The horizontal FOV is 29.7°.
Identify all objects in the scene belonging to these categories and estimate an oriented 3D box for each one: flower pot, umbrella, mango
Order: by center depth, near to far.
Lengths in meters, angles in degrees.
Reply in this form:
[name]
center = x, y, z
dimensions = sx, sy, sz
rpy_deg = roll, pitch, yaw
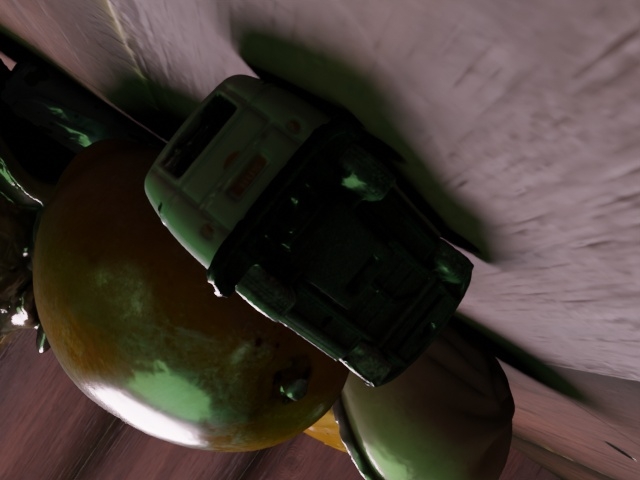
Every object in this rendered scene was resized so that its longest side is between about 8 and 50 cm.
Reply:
[mango]
center = -0.111, 0.027, 0.904
dimensions = 0.221, 0.199, 0.384
rpy_deg = 29, -172, -36
[umbrella]
center = -0.173, -0.075, 1.084
dimensions = 0.250, 0.053, 0.052
rpy_deg = 36, 173, -15
[flower pot]
center = -0.329, -0.044, 1.157
dimensions = 0.301, 0.213, 0.302
rpy_deg = 38, -168, -10

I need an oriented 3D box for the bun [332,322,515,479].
[bun]
center = 0.095, 0.132, 0.985
dimensions = 0.173, 0.120, 0.173
rpy_deg = 50, -160, -26

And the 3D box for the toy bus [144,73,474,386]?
[toy bus]
center = 0.000, 0.000, 0.556
dimensions = 0.089, 0.087, 0.194
rpy_deg = 38, 179, 32

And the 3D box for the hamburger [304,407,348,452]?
[hamburger]
center = -0.003, 0.118, 1.295
dimensions = 0.318, 0.158, 0.318
rpy_deg = 33, 177, 2
